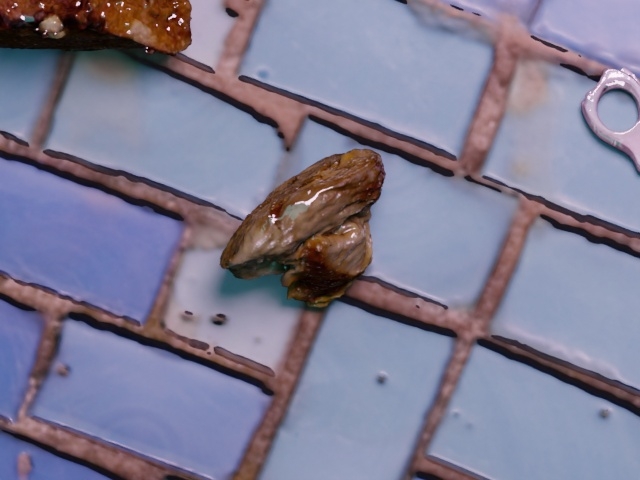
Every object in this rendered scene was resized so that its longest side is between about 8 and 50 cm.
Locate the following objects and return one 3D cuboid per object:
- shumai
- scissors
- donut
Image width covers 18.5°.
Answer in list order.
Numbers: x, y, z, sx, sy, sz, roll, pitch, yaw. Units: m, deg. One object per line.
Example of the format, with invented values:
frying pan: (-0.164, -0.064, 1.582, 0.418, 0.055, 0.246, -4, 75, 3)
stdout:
shumai: (0.001, -0.012, 1.509, 0.105, 0.123, 0.139, 32, 85, -9)
scissors: (0.264, -0.046, 1.524, 0.100, 0.015, 0.189, -11, 96, 5)
donut: (-0.209, -0.200, 1.516, 0.187, 0.144, 0.126, 6, 91, 36)
